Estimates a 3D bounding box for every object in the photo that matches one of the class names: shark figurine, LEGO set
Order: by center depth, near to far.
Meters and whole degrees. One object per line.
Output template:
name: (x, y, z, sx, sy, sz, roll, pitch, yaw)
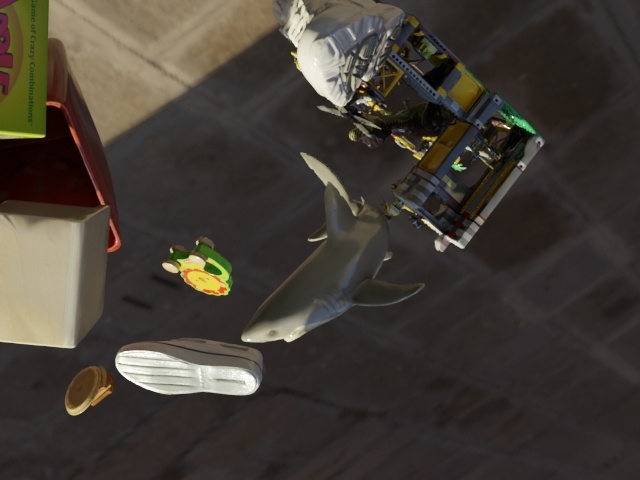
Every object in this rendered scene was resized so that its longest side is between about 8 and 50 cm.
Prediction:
shark figurine: (0.021, -0.016, 1.219, 0.166, 0.278, 0.116, -13, 116, 21)
LEGO set: (0.088, -0.133, 1.475, 0.331, 0.255, 0.192, 39, 87, -37)

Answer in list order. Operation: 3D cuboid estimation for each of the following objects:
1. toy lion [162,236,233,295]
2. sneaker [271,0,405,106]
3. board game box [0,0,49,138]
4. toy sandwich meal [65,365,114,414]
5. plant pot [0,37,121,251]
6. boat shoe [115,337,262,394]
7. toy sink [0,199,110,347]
toy lion: (-0.152, 0.040, 1.624, 0.096, 0.034, 0.100, 39, 148, -27)
sneaker: (0.000, -0.190, 1.129, 0.090, 0.115, 0.232, -64, 174, 16)
board game box: (-0.218, -0.102, 0.599, 0.043, 0.092, 0.181, 2, -179, 40)
toy sandwich meal: (-0.337, 0.219, 1.790, 0.085, 0.086, 0.029, -41, 126, 18)
plant pot: (-0.438, -0.137, 1.748, 0.267, 0.236, 0.267, -10, 132, 5)
boat shoe: (-0.199, 0.191, 1.905, 0.226, 0.076, 0.083, 11, 121, 2)
toy sink: (-0.345, 0.032, 1.525, 0.131, 0.153, 0.234, 6, -173, -2)
